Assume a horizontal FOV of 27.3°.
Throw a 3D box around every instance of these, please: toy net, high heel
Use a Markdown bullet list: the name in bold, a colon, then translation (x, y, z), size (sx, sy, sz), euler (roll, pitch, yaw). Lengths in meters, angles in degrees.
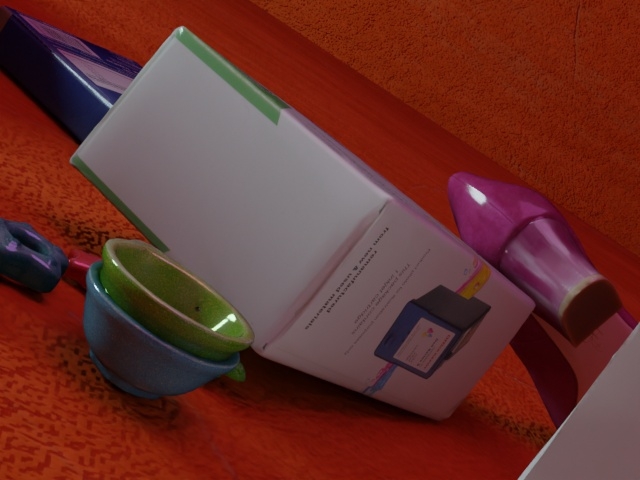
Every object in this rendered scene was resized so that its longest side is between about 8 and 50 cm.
- **toy net**: translation (-0.126, -0.014, 0.537), size (0.232, 0.045, 0.122), euler (35, 11, 5)
- **high heel**: translation (0.143, 0.051, 0.833), size (0.117, 0.082, 0.244), euler (48, -1, 35)

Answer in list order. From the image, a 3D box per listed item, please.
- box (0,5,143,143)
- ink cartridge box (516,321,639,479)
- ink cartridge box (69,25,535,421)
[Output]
- **box**: translation (-0.106, -0.066, 0.845), size (0.225, 0.036, 0.136), euler (40, 12, 33)
- **ink cartridge box**: translation (0.185, 0.145, 0.362), size (0.270, 0.197, 0.198), euler (39, 11, 26)
- **ink cartridge box**: translation (0.000, 0.000, 0.675), size (0.154, 0.093, 0.212), euler (42, 4, 31)
